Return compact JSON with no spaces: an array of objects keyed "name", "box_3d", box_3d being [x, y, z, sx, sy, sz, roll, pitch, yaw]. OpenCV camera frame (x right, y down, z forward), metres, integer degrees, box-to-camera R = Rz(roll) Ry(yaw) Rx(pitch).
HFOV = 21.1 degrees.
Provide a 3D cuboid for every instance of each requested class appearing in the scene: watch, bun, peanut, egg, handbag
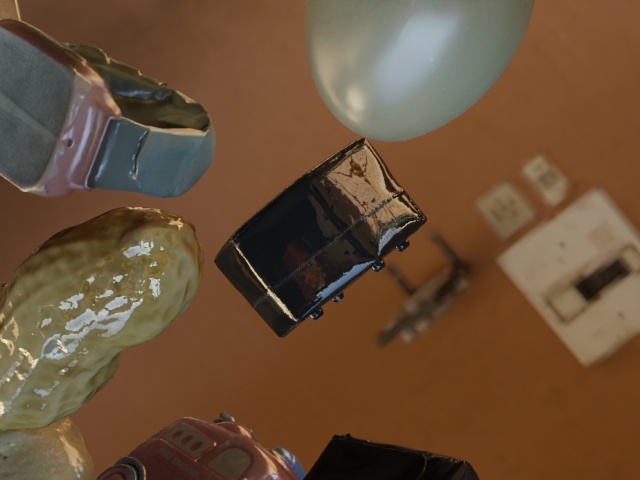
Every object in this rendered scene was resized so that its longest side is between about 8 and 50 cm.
[{"name":"watch","box_3d":[-0.246,-0.139,1.905,0.241,0.253,0.161,-6,126,-55]},{"name":"bun","box_3d":[-0.310,0.268,1.670,0.141,0.239,0.239,4,152,-38]},{"name":"peanut","box_3d":[-0.224,0.069,1.541,0.305,0.147,0.147,-42,-178,37]},{"name":"egg","box_3d":[0.081,-0.199,1.443,0.186,0.186,0.241,-76,-168,-83]},{"name":"handbag","box_3d":[0.047,0.343,1.995,0.223,0.080,0.247,5,-133,42]}]

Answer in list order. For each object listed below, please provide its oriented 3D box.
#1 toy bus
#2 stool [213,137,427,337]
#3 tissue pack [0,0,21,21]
[{"name":"toy bus","box_3d":[-0.141,0.353,2.302,0.232,0.197,0.294,-44,-142,-19]},{"name":"stool","box_3d":[0.000,0.000,1.991,0.232,0.141,0.232,-38,179,-1]},{"name":"tissue pack","box_3d":[-0.452,-0.277,2.092,0.149,0.106,0.099,-21,157,16]}]
